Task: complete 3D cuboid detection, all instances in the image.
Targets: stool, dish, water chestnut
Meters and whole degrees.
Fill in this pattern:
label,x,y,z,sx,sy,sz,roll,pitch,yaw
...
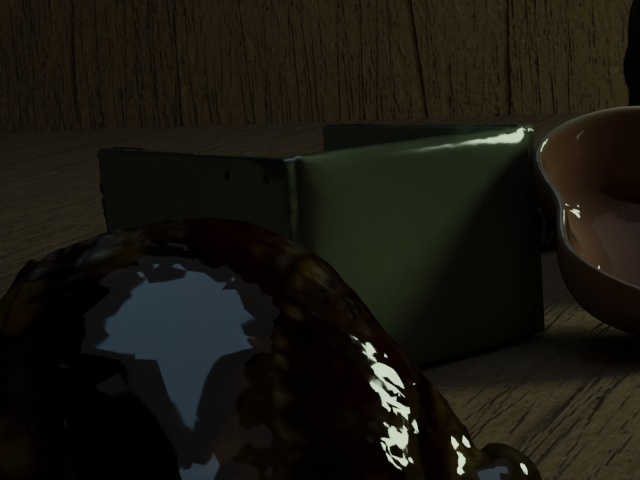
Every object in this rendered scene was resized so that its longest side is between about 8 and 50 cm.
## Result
label,x,y,z,sx,sy,sz,roll,pitch,yaw
stool,0.000,0.000,1.356,0.243,0.170,0.269,-10,10,-38
dish,0.254,0.000,1.304,0.213,0.090,0.213,6,47,-6
water chestnut,-0.053,0.110,0.564,0.238,0.224,0.223,2,11,18

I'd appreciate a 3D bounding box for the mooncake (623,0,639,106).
label,x,y,z,sx,sy,sz,roll,pitch,yaw
mooncake,0.380,-0.150,1.570,0.187,0.351,0.351,-2,9,3

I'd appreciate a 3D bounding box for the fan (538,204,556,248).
label,x,y,z,sx,sy,sz,roll,pitch,yaw
fan,0.155,-0.034,1.798,0.130,0.074,0.244,-13,12,-40
